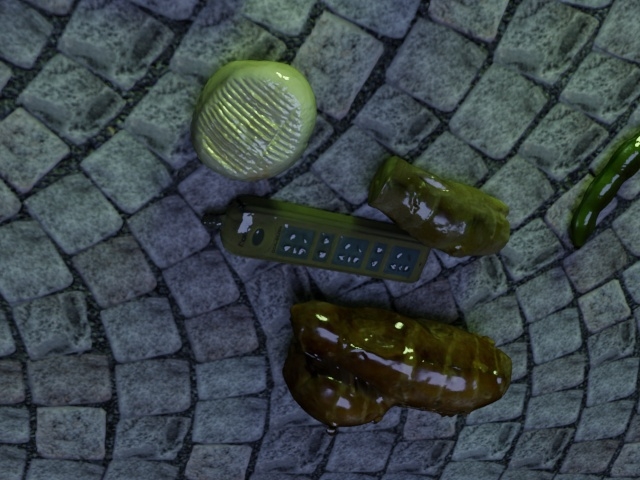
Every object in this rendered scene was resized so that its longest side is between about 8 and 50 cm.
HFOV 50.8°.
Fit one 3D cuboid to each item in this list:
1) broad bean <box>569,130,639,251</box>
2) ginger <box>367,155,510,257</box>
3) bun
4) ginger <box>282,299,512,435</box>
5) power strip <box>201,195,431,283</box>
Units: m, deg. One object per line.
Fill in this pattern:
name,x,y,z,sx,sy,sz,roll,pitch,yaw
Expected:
broad bean,0.492,-0.090,1.159,0.065,0.046,0.254,12,118,-27
ginger,0.194,-0.045,1.080,0.263,0.109,0.116,22,111,-22
bun,-0.093,-0.170,0.949,0.164,0.111,0.188,35,111,-10
ginger,0.127,0.238,1.195,0.418,0.176,0.254,9,121,-12
power strip,0.000,0.000,1.089,0.388,0.066,0.092,10,115,-18
